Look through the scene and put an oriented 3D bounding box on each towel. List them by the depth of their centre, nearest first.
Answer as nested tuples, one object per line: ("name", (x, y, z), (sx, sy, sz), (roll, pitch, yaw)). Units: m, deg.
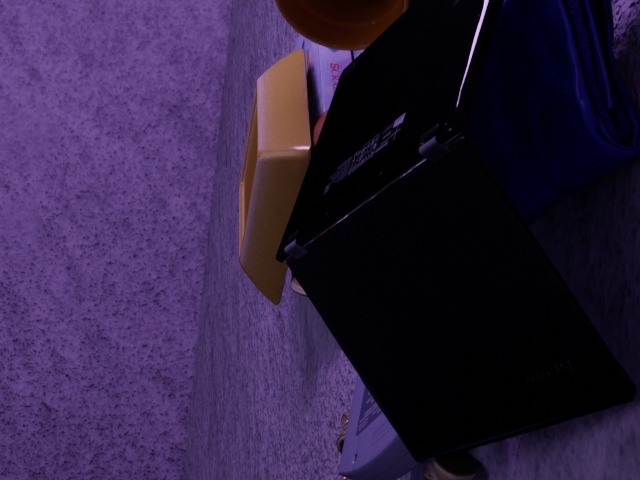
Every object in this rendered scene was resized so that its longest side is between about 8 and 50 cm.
("towel", (0.189, -0.132, 1.265), (0.308, 0.076, 0.227), (138, 128, -60))

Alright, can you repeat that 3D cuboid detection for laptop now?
("laptop", (0.143, -0.035, 1.268), (0.382, 0.236, 0.408), (-35, 33, 59))

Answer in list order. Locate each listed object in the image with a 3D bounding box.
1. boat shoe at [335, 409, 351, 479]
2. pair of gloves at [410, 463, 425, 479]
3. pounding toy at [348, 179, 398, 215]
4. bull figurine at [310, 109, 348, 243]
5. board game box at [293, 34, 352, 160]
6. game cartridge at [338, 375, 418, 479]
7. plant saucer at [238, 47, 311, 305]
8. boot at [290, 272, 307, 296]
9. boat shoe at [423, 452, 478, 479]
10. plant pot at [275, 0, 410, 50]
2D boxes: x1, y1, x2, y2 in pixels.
("boat shoe", (0.042, 0.306, 1.839), (0.153, 0.048, 0.056), (-98, 20, -46))
("pair of gloves", (0.118, 0.227, 1.624), (0.198, 0.023, 0.159), (-158, 76, -77))
("pounding toy", (0.118, -0.013, 1.637), (0.183, 0.110, 0.237), (48, 160, 58))
("bull figurine", (0.025, -0.057, 1.981), (0.188, 0.101, 0.310), (115, 161, -64))
("board game box", (-0.013, -0.230, 2.302), (0.318, 0.066, 0.318), (113, 159, -49))
("game cartridge", (0.106, 0.176, 1.513), (0.297, 0.062, 0.198), (127, 156, -55))
("plant saucer", (-0.087, -0.116, 2.169), (0.333, 0.081, 0.333), (-93, 13, -52))
("boot", (0.000, 0.000, 2.113), (0.213, 0.077, 0.165), (-112, 33, -72))
("boat shoe", (0.147, 0.266, 1.440), (0.135, 0.050, 0.045), (-156, 67, -83))
("plant pot", (0.048, -0.426, 1.923), (0.205, 0.205, 0.188), (113, 174, -50))
